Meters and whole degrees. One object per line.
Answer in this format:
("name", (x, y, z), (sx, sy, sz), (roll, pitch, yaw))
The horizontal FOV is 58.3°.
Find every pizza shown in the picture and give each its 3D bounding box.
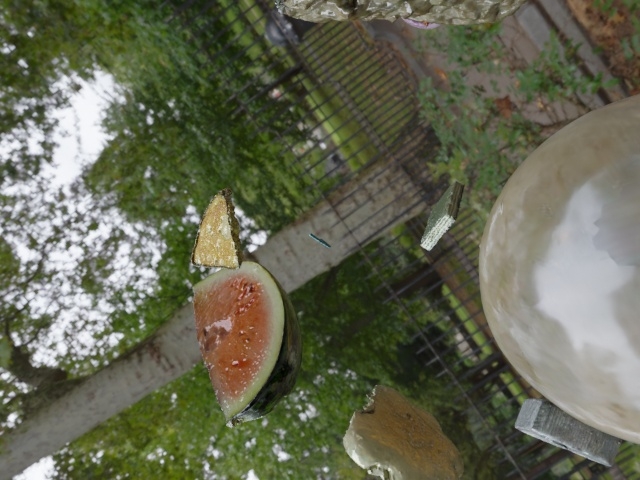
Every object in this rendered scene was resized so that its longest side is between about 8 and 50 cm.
("pizza", (-0.119, 0.006, 0.704), (0.026, 0.122, 0.108), (3, -145, -40))

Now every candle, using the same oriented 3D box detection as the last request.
("candle", (0.446, 0.348, 1.070), (0.169, 0.068, 0.192), (35, 163, -33))

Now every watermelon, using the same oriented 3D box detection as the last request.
("watermelon", (-0.093, 0.147, 0.913), (0.128, 0.159, 0.303), (44, -171, -41))

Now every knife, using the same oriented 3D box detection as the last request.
("knife", (0.000, 0.000, 1.822), (0.091, 0.014, 0.005), (34, 153, -27))

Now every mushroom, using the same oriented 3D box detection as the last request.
("mushroom", (0.339, 0.019, 0.558), (0.362, 0.363, 0.294), (53, -150, -17))

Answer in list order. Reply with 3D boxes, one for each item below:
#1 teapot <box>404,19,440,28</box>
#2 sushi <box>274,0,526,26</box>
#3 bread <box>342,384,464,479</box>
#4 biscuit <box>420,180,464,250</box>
("teapot", (0.199, -0.489, 1.147), (0.146, 0.116, 0.148), (29, 133, 21))
("sushi", (0.118, -0.343, 0.652), (0.211, 0.351, 0.170), (121, 140, -72))
("bread", (0.132, 0.295, 0.840), (0.182, 0.038, 0.251), (32, -167, 13))
("biscuit", (0.312, -0.067, 1.465), (0.041, 0.121, 0.199), (31, -145, 0))
